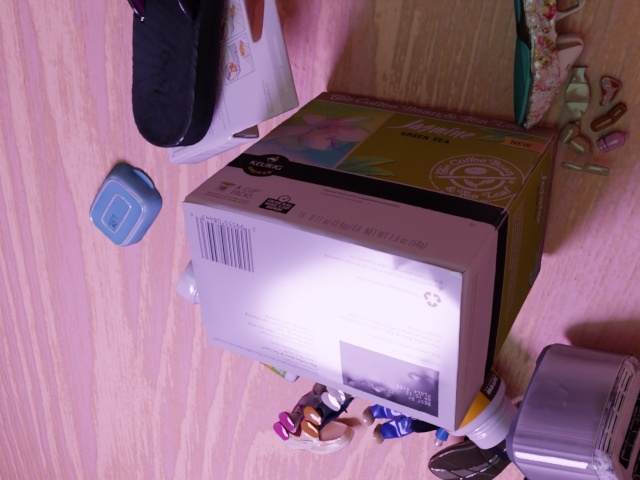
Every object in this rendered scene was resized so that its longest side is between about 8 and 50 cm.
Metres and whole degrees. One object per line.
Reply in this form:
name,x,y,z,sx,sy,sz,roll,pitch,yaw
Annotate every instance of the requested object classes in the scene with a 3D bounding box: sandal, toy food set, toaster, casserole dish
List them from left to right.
casserole dish,-0.354,-0.056,1.306,0.114,0.037,0.188,44,134,-2
sandal,-0.189,-0.333,0.863,0.167,0.107,0.446,10,102,41
sandal,0.269,0.327,1.186,0.090,0.060,0.219,39,119,-7
toaster,0.345,0.242,0.952,0.146,0.227,0.129,-6,133,50
toy food set,0.320,-0.139,0.850,0.077,0.019,0.122,15,120,22

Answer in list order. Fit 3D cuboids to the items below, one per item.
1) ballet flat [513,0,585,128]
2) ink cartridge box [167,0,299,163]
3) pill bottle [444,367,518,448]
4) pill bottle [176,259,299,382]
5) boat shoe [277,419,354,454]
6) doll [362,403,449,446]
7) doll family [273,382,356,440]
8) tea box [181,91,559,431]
ballet flat,0.245,-0.233,0.789,0.077,0.091,0.241,-6,124,9
ink cartridge box,-0.126,-0.260,0.932,0.238,0.060,0.275,-15,86,38
pill bottle,0.194,0.209,1.103,0.215,0.117,0.117,44,133,-3
pill bottle,-0.109,0.112,1.205,0.245,0.136,0.136,32,132,8
boat shoe,-0.015,0.358,1.371,0.170,0.063,0.059,-14,119,38
doll,0.167,0.293,1.226,0.188,0.046,0.129,-25,97,34
doll family,0.039,0.238,1.190,0.118,0.163,0.263,38,128,16
tea box,0.072,-0.003,0.880,0.328,0.323,0.220,14,127,25
